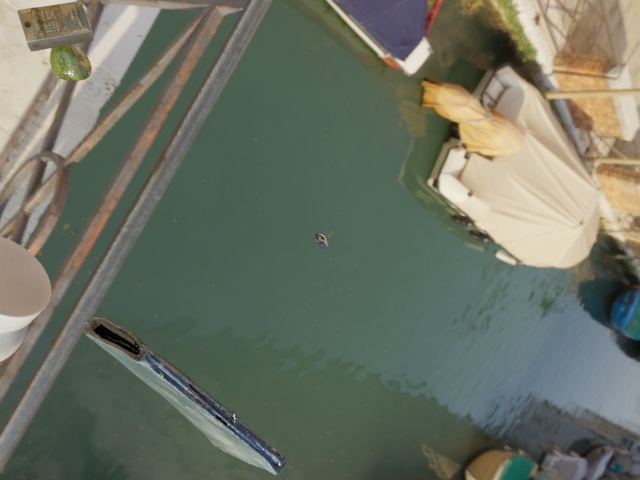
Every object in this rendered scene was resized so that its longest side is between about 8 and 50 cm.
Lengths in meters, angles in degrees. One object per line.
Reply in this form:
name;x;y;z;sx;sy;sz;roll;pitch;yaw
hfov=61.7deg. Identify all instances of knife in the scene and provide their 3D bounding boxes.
knife;0.000;0.000;1.190;0.121;0.018;0.031;26;52;-80

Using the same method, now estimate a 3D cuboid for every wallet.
wallet;-0.213;0.262;0.881;0.046;0.191;0.379;-54;130;-27

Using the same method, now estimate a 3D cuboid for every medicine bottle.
medicine bottle;-0.414;0.108;0.577;0.250;0.131;0.131;-39;142;16

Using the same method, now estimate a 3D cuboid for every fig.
fig;-0.826;-0.606;1.764;0.123;0.123;0.156;-18;114;-40

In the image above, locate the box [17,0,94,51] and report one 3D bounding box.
box;-0.354;-0.288;0.720;0.083;0.053;0.024;-19;166;-20
